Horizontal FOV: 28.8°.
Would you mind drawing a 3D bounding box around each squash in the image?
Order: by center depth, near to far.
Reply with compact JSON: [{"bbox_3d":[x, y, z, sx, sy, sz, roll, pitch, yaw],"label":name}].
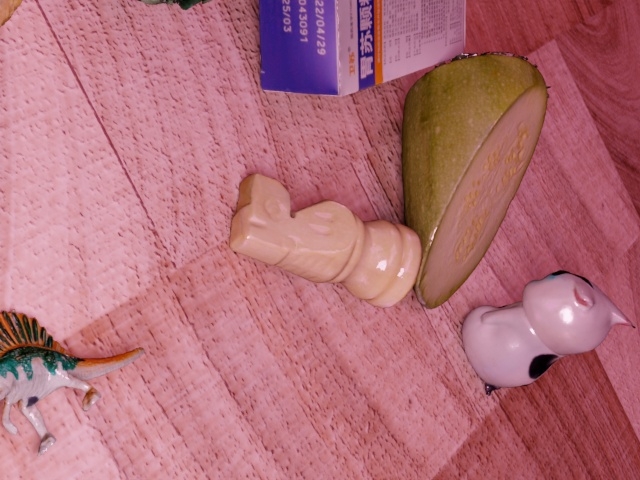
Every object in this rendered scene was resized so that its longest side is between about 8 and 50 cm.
[{"bbox_3d":[0.187,-0.061,1.417,0.189,0.189,0.261,27,48,-42],"label":"squash"}]

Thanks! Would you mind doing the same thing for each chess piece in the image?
[{"bbox_3d":[0.000,0.000,1.247,0.200,0.090,0.090,20,56,-32],"label":"chess piece"}]

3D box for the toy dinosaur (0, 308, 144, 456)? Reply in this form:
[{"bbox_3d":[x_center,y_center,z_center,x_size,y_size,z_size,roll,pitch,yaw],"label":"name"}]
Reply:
[{"bbox_3d":[-0.216,0.094,0.951,0.106,0.044,0.187,45,40,-3],"label":"toy dinosaur"}]

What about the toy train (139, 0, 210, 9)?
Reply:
[{"bbox_3d":[-0.174,-0.348,1.179,0.154,0.115,0.269,-10,80,-62],"label":"toy train"}]

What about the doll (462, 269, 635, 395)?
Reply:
[{"bbox_3d":[0.250,0.099,1.428,0.110,0.180,0.107,20,43,-44],"label":"doll"}]

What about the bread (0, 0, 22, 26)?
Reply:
[{"bbox_3d":[-0.300,-0.163,0.897,0.102,0.138,0.196,54,37,-24],"label":"bread"}]

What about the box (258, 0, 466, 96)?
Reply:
[{"bbox_3d":[0.053,-0.282,1.370,0.299,0.106,0.200,-26,119,-53],"label":"box"}]
